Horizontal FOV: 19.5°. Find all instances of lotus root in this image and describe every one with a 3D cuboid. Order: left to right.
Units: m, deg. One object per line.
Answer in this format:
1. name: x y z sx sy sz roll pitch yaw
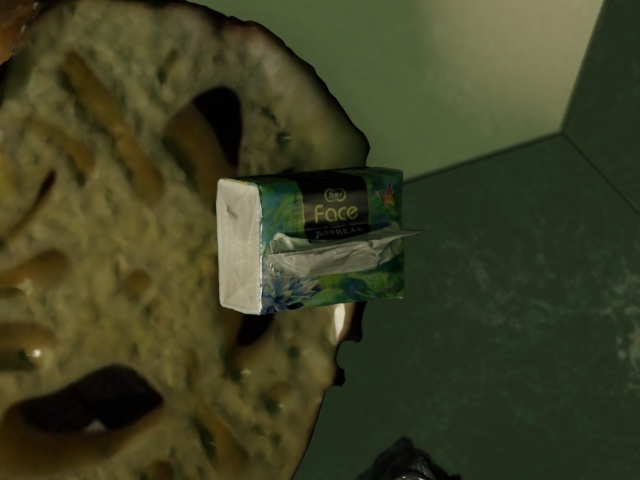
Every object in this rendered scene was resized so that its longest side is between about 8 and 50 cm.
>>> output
1. lotus root: -0.134 0.025 1.185 0.390 0.111 0.375 -40 111 -23

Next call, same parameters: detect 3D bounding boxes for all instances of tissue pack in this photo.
1. tissue pack: 0.001 0.000 1.163 0.111 0.079 0.085 -5 98 -33

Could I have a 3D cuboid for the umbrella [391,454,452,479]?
1. umbrella: 0.008 0.229 1.261 0.224 0.071 0.080 -38 130 10
